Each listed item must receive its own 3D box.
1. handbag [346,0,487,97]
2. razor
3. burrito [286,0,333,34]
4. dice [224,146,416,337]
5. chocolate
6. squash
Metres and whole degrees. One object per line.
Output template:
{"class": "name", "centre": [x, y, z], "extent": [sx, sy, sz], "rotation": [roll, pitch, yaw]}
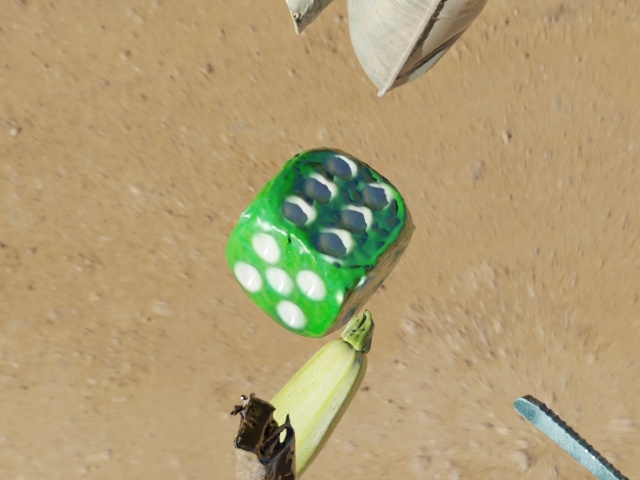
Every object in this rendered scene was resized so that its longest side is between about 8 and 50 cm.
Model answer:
{"class": "handbag", "centre": [0.084, -0.247, 1.084], "extent": [0.117, 0.270, 0.182], "rotation": [7, 65, -13]}
{"class": "razor", "centre": [0.245, 0.197, 1.264], "extent": [0.190, 0.066, 0.033], "rotation": [36, 129, 41]}
{"class": "burrito", "centre": [0.036, -0.289, 1.252], "extent": [0.226, 0.060, 0.087], "rotation": [-41, 88, -3]}
{"class": "dice", "centre": [0.000, 0.000, 1.272], "extent": [0.131, 0.120, 0.128], "rotation": [41, 53, 9]}
{"class": "chocolate", "centre": [-0.050, 0.299, 1.342], "extent": [0.065, 0.102, 0.329], "rotation": [6, 121, 14]}
{"class": "squash", "centre": [-0.005, 0.172, 1.595], "extent": [0.094, 0.094, 0.224], "rotation": [38, 103, 12]}
